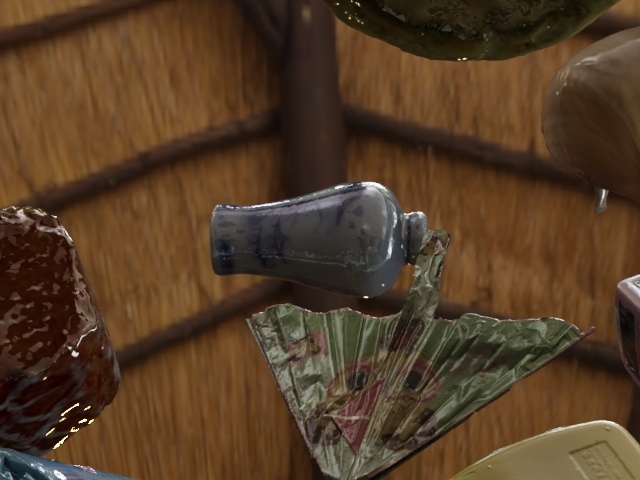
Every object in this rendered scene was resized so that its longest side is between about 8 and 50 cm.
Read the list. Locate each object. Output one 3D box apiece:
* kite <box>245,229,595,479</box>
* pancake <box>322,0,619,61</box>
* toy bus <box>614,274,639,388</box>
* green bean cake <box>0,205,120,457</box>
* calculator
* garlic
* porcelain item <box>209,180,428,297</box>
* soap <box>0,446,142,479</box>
[{"bbox_3d":[0.057,0.095,1.264,0.323,0.013,0.267,3,-128,32],"label":"kite"},{"bbox_3d":[0.093,-0.216,0.908,0.254,0.253,0.037,9,-149,8],"label":"pancake"},{"bbox_3d":[0.312,0.052,1.097,0.199,0.096,0.108,-18,-150,-10],"label":"toy bus"},{"bbox_3d":[-0.213,0.069,0.733,0.233,0.198,0.097,-22,-112,-12],"label":"green bean cake"},{"bbox_3d":[0.245,0.259,1.624,0.237,0.033,0.157,-19,-140,-13],"label":"calculator"},{"bbox_3d":[0.208,-0.059,0.863,0.175,0.124,0.099,-4,-158,-19],"label":"garlic"},{"bbox_3d":[0.000,0.000,1.887,0.259,0.141,0.141,-1,-132,6],"label":"porcelain item"},{"bbox_3d":[-0.106,0.188,0.752,0.077,0.293,0.156,38,-83,33],"label":"soap"}]
